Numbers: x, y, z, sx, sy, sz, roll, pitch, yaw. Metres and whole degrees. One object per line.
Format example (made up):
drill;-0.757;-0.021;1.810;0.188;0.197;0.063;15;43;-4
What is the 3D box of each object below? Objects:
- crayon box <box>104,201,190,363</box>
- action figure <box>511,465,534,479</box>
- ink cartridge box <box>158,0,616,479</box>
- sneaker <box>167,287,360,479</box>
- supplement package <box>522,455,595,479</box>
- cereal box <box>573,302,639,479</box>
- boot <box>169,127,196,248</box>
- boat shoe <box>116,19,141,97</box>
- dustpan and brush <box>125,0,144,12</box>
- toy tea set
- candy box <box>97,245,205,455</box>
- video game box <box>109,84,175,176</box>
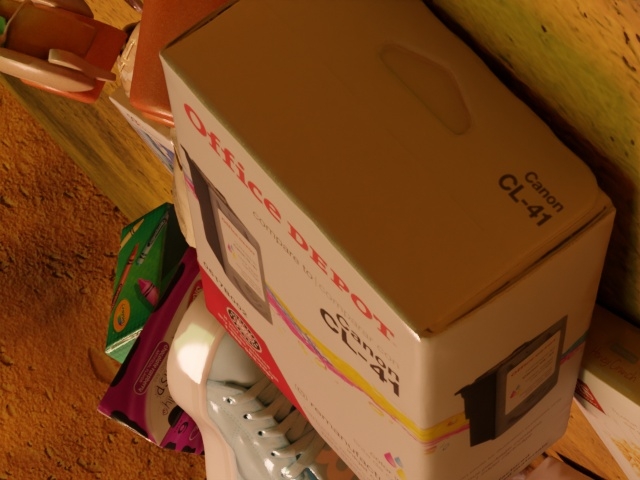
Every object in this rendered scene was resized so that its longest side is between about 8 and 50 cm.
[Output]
crayon box;-0.099;0.102;2.031;0.278;0.081;0.165;36;-139;-34
action figure;0.057;0.139;1.797;0.370;0.248;0.275;122;140;-77
ink cartridge box;0.034;0.010;1.063;0.226;0.131;0.306;47;164;23
sneaker;-0.017;0.143;1.529;0.150;0.135;0.366;28;156;22
supplement package;0.217;0.332;1.613;0.203;0.194;0.149;49;172;-15
cereal box;0.235;0.149;1.136;0.240;0.047;0.173;52;171;-29
boot;-0.078;-0.026;1.685;0.213;0.077;0.165;59;161;28
boat shoe;-0.154;-0.170;1.683;0.059;0.063;0.170;52;163;-7
dustpan and brush;-0.181;-0.259;1.359;0.211;0.060;0.147;48;173;-14
toy tea set;-0.109;-0.146;1.277;0.336;0.124;0.200;18;-179;36
candy box;-0.092;0.105;1.642;0.071;0.159;0.233;29;179;15
video game box;-0.127;-0.075;2.043;0.205;0.048;0.187;52;173;-31
